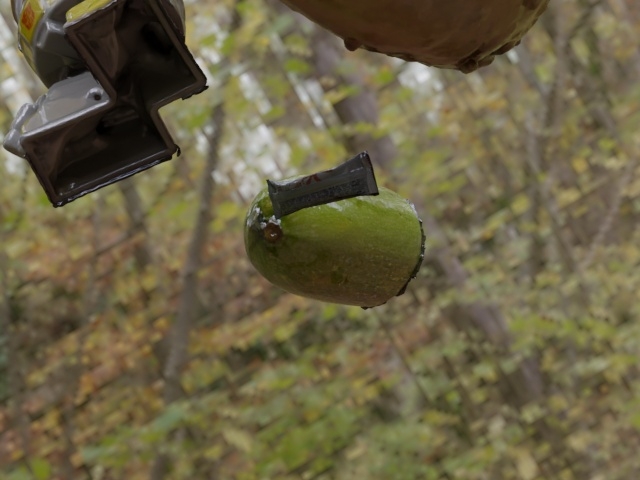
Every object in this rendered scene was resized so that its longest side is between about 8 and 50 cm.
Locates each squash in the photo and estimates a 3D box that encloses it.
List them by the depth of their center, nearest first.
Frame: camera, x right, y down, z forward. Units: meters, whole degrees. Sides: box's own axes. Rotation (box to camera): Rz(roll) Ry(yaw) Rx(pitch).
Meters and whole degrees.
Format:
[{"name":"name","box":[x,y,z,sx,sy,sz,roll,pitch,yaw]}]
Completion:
[{"name":"squash","box":[0.000,0.000,1.521,0.123,0.123,0.186,-32,-21,29]}]

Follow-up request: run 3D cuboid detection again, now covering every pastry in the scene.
[{"name":"pastry","box":[0.045,-0.250,1.175,0.184,0.284,0.315,-59,-7,20]}]

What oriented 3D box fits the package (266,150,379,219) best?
[{"name":"package","box":[0.000,-0.043,1.385,0.110,0.037,0.015,-14,1,36]}]

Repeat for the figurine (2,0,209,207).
[{"name":"figurine","box":[-0.174,-0.175,1.311,0.308,0.143,0.308,-36,37,34]}]
